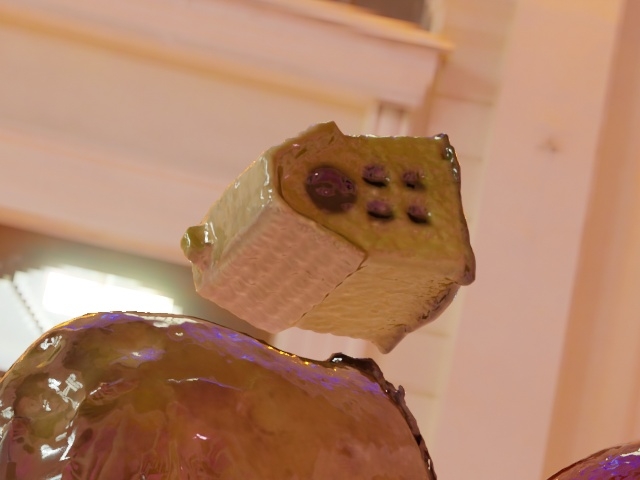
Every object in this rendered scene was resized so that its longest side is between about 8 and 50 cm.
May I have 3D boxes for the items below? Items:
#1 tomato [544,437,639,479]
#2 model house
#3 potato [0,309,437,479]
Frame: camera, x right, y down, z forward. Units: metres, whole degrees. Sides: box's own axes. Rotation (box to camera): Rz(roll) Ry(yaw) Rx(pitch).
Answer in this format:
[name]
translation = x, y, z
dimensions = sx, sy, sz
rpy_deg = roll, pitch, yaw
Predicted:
[tomato]
translation = 0.186, 0.154, 0.858
dimensions = 0.228, 0.112, 0.199
rpy_deg = 2, 7, -15
[model house]
translation = 0.000, 0.000, 1.741
dimensions = 0.234, 0.174, 0.193
rpy_deg = 1, -26, -30
[potato]
translation = -0.097, 0.189, 1.108
dimensions = 0.237, 0.301, 0.289
rpy_deg = 21, 27, -56
